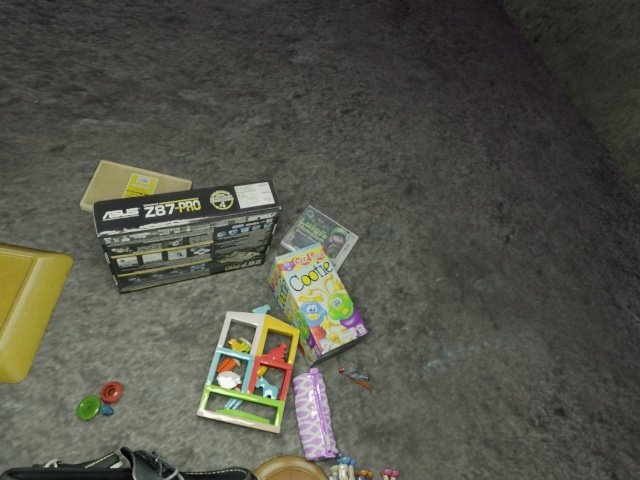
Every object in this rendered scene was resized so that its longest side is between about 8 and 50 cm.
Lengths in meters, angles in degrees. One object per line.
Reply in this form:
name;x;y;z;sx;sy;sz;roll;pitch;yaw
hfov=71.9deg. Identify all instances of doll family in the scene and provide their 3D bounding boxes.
doll family;0.090;0.598;0.976;0.263;0.118;0.163;33;36;-34

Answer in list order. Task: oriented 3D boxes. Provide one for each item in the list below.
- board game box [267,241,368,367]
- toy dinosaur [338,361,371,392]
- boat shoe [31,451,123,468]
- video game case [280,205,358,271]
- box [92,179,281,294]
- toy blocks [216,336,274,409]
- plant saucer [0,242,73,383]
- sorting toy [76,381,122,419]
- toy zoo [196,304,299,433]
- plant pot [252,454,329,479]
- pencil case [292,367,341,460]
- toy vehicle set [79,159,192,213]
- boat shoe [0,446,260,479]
board game box;-0.015;0.170;1.178;0.144;0.142;0.275;-19;68;-25
toy dinosaur;0.090;0.359;1.161;0.082;0.047;0.090;-5;71;2
boat shoe;-0.550;0.482;0.858;0.302;0.114;0.091;-19;72;-27
video game case;0.000;0.000;1.354;0.190;0.022;0.173;33;57;4
box;-0.314;-0.003;1.088;0.394;0.318;0.097;-12;64;-21
toy blocks;-0.203;0.331;1.082;0.123;0.054;0.148;38;58;7
plant saucer;-0.802;0.133;1.010;0.332;0.081;0.333;11;58;-11
sorting toy;-0.487;0.367;0.992;0.102;0.042;0.061;-36;59;-18
toy zoo;-0.161;0.291;1.065;0.192;0.030;0.293;17;59;-7
plant pot;-0.068;0.604;0.975;0.236;0.032;0.236;7;58;-12
pencil case;-0.014;0.423;1.063;0.086;0.088;0.206;-4;61;-21
toy vehicle set;-0.521;-0.129;1.269;0.266;0.035;0.166;13;58;-8
boat shoe;-0.331;0.470;0.815;0.500;0.186;0.156;11;76;-33
